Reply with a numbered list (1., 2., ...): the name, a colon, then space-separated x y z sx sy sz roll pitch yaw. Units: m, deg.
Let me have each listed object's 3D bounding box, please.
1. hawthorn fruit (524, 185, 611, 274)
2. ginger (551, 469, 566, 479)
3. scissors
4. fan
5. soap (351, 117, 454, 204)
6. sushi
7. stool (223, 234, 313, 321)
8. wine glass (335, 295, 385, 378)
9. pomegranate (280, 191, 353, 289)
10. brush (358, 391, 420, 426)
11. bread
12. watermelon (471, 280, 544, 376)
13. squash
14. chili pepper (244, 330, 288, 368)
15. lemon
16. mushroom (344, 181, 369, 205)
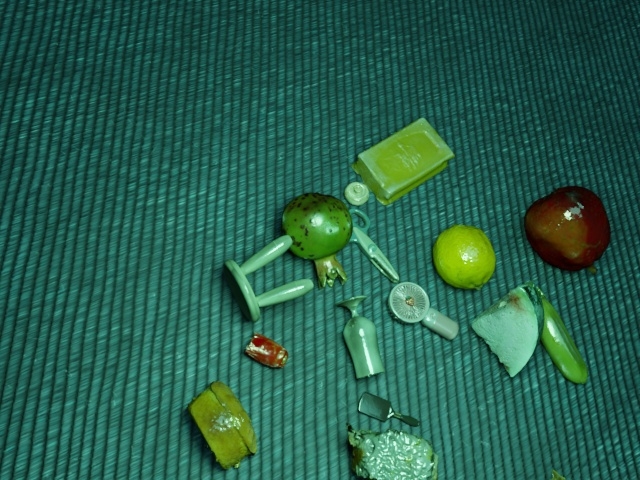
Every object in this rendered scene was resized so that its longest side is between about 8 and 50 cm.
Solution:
1. hawthorn fruit: 0.831 -0.027 1.940 0.265 0.265 0.307 -35 89 -23
2. ginger: 0.712 0.726 1.705 0.137 0.044 0.057 49 37 4
3. scissors: 0.157 0.023 1.886 0.138 0.041 0.289 -33 76 -27
4. fan: 0.319 0.226 1.817 0.244 0.074 0.130 30 64 1
5. soap: 0.286 -0.276 2.017 0.314 0.091 0.199 -31 75 -22
6. sushi: 0.187 0.586 1.573 0.273 0.184 0.140 11 64 -6
7. stool: -0.154 0.111 1.691 0.198 0.195 0.196 -25 89 -16
8. wine glass: 0.121 0.288 1.732 0.103 0.103 0.231 -10 72 -16
9. pomegranate: -0.011 -0.006 1.765 0.230 0.231 0.286 1 72 -11
10. brush: 0.202 0.502 1.705 0.193 0.016 0.063 22 65 -1
11. bread: -0.262 0.489 1.554 0.143 0.139 0.229 -34 76 -14
12. watermelon: 0.578 0.225 1.819 0.213 0.320 0.290 0 32 15
13. squash: 0.745 0.301 1.869 0.094 0.094 0.341 -19 75 -19
14. chili pepper: -0.153 0.323 1.680 0.123 0.073 0.071 27 107 3
15. lemon: 0.455 0.053 1.855 0.192 0.192 0.231 -10 68 -16
16. mushroom: 0.121 -0.157 1.942 0.083 0.067 0.084 1 69 -4
